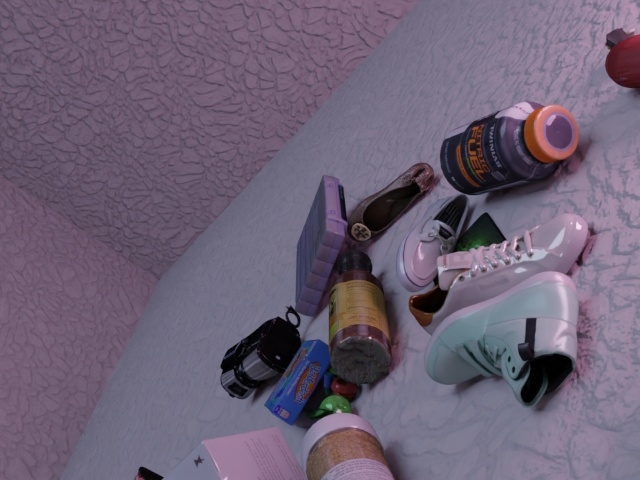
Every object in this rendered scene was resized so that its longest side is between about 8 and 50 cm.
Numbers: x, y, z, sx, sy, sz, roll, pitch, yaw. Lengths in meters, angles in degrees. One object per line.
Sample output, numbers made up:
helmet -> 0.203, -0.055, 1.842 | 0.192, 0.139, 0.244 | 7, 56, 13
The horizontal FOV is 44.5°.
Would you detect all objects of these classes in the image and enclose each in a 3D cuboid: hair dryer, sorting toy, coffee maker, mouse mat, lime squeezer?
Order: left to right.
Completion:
coffee maker -> -0.130, 0.261, 1.778 | 0.178, 0.120, 0.171 | -38, -1, 41
lime squeezer -> 0.015, 0.325, 1.308 | 0.110, 0.059, 0.310 | -51, 17, 9
sorting toy -> 0.036, 0.260, 1.406 | 0.102, 0.061, 0.042 | -86, 0, -73
mouse mat -> 0.251, 0.037, 1.324 | 0.152, 0.007, 0.189 | -49, 18, 15
hair dryer -> 0.523, -0.322, 1.163 | 0.223, 0.080, 0.293 | -42, 20, 33

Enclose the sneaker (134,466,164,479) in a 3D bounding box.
sneaker -> -0.390, 0.615, 1.743 | 0.136, 0.116, 0.314 | -56, 16, -2

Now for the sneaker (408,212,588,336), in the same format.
sneaker -> 0.244, 0.046, 1.122 | 0.290, 0.123, 0.106 | -44, 17, 27

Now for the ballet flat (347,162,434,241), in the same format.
ballet flat -> 0.151, -0.076, 1.711 | 0.250, 0.084, 0.058 | -39, 20, 25

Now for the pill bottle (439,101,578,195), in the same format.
pill bottle -> 0.317, -0.156, 1.310 | 0.130, 0.130, 0.246 | -59, 17, -18

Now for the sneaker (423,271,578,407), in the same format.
sneaker -> 0.221, 0.157, 1.009 | 0.256, 0.094, 0.151 | -42, 23, 39

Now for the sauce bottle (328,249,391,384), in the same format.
sauce bottle -> 0.070, 0.128, 1.463 | 0.111, 0.111, 0.344 | -48, 16, 20

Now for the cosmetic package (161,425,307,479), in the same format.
cosmetic package -> -0.134, 0.408, 1.241 | 0.151, 0.184, 0.151 | -46, 61, 25

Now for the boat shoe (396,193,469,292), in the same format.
boat shoe -> 0.202, -0.008, 1.390 | 0.076, 0.083, 0.226 | -39, 18, 49

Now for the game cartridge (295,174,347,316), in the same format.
game cartridge -> 0.000, 0.000, 1.885 | 0.355, 0.068, 0.230 | -92, 25, -65

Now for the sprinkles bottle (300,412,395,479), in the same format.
sprinkles bottle -> 0.055, 0.357, 1.012 | 0.121, 0.121, 0.355 | -52, 16, 7

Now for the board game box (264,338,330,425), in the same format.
board game box -> -0.042, 0.270, 1.512 | 0.160, 0.047, 0.210 | -57, 3, -10
